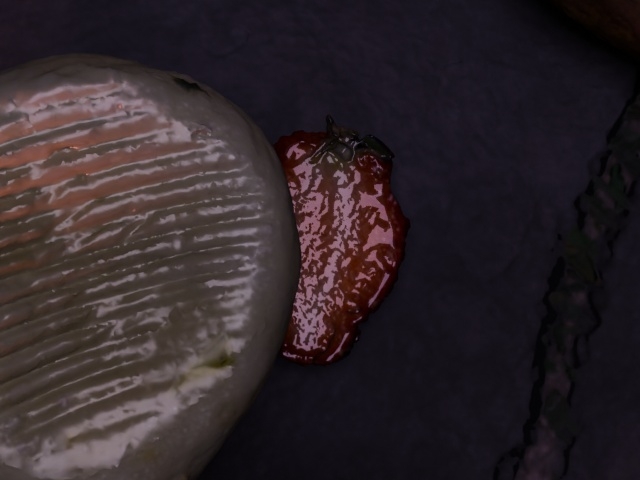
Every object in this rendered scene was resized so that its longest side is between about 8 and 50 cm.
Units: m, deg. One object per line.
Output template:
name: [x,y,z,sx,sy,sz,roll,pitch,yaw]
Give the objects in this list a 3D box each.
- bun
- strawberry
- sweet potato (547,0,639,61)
bun: [-0.142,0.029,0.648,0.259,0.160,0.259,1,88,-13]
strawberry: [-0.001,0.000,0.719,0.104,0.048,0.152,12,87,-7]
sweet potato: [0.168,-0.203,0.738,0.131,0.131,0.336,-30,79,-10]
